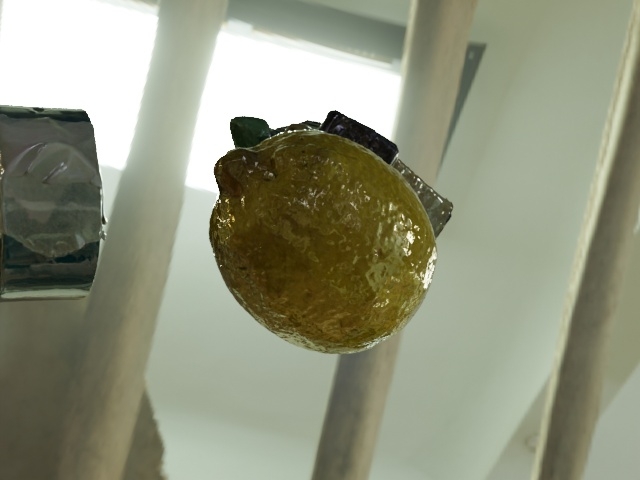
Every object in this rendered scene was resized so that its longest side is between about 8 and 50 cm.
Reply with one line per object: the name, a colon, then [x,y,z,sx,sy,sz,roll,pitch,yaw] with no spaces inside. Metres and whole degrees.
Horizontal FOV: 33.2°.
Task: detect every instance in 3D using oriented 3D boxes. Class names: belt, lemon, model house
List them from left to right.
belt: [-0.442,-0.056,1.648,0.173,0.300,0.436,-1,-3,-26]
model house: [-0.003,-0.077,1.648,0.298,0.243,0.284,19,-19,46]
lemon: [0.000,0.000,1.257,0.245,0.245,0.320,-23,-51,37]
